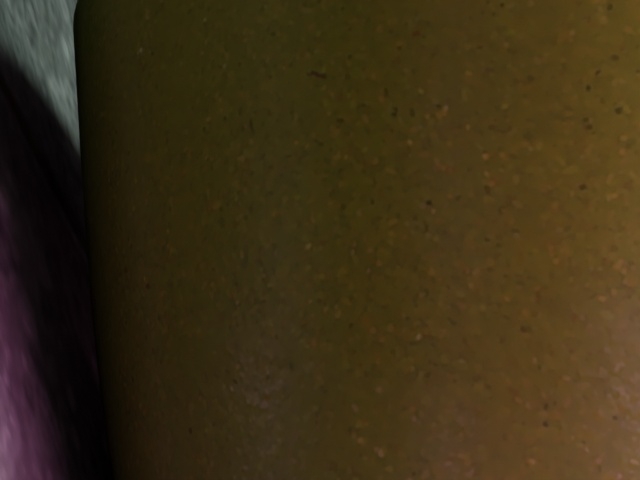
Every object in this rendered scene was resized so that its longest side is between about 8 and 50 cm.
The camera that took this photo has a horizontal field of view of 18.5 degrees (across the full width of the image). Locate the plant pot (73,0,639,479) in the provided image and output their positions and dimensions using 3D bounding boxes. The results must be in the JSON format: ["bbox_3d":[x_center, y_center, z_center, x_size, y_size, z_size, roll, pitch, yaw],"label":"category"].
[{"bbox_3d":[0.059,0.086,0.532,0.275,0.275,0.293,63,29,-72],"label":"plant pot"}]
